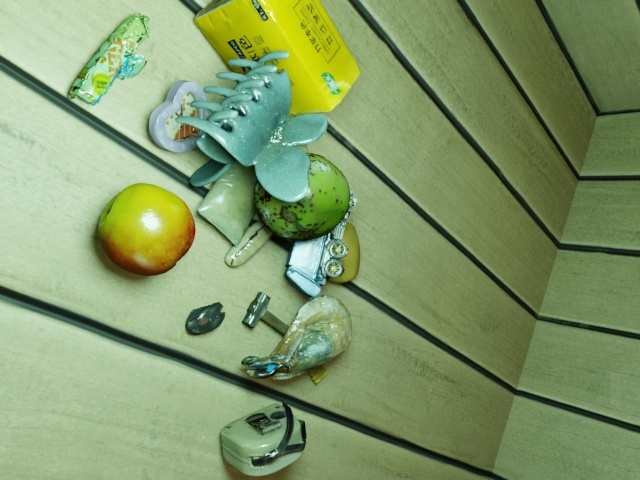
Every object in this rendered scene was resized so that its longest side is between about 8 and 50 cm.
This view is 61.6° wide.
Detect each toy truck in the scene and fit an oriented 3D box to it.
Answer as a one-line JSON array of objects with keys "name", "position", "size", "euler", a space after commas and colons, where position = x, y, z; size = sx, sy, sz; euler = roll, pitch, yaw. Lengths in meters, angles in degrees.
[{"name": "toy truck", "position": [0.000, 0.000, 1.734], "size": [0.175, 0.146, 0.367], "euler": [16, 80, -9]}]

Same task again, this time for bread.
[{"name": "bread", "position": [-0.207, 0.001, 1.643], "size": [0.214, 0.053, 0.073], "euler": [-47, 119, -28]}, {"name": "bread", "position": [0.080, 0.045, 1.879], "size": [0.147, 0.098, 0.217], "euler": [-14, 103, -37]}]

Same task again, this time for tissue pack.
[{"name": "tissue pack", "position": [-0.114, -0.547, 1.512], "size": [0.382, 0.293, 0.228], "euler": [50, 58, -34]}]

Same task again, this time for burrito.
[{"name": "burrito", "position": [-0.502, -0.438, 1.328], "size": [0.104, 0.054, 0.288], "euler": [42, 67, -37]}]

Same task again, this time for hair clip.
[{"name": "hair clip", "position": [-0.178, -0.307, 1.390], "size": [0.318, 0.392, 0.238], "euler": [-58, 142, -27]}]

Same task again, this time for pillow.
[{"name": "pillow", "position": [-0.229, -0.153, 1.589], "size": [0.185, 0.075, 0.302], "euler": [46, 62, -40]}]

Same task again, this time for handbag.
[{"name": "handbag", "position": [-0.018, 0.450, 1.878], "size": [0.061, 0.027, 0.083], "euler": [-40, 116, -30]}]

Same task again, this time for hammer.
[{"name": "hammer", "position": [-0.102, 0.307, 1.763], "size": [0.365, 0.043, 0.111], "euler": [42, 66, -33]}]

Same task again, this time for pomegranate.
[{"name": "pomegranate", "position": [-0.068, -0.173, 1.554], "size": [0.285, 0.285, 0.341], "euler": [1, 70, -42]}]

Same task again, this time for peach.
[{"name": "peach", "position": [-0.430, -0.028, 1.337], "size": [0.231, 0.231, 0.231], "euler": [-5, 98, -42]}]

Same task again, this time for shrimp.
[{"name": "shrimp", "position": [-0.054, 0.321, 1.724], "size": [0.445, 0.110, 0.221], "euler": [-23, 103, -41]}]

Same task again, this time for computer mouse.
[{"name": "computer mouse", "position": [-0.328, 0.229, 1.561], "size": [0.135, 0.047, 0.079], "euler": [-26, 112, -40]}]

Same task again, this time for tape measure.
[{"name": "tape measure", "position": [-0.144, 0.593, 1.641], "size": [0.271, 0.231, 0.133], "euler": [-10, 99, -41]}]

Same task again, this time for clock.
[{"name": "clock", "position": [-0.375, -0.322, 1.445], "size": [0.198, 0.064, 0.172], "euler": [-61, 148, -18]}]
